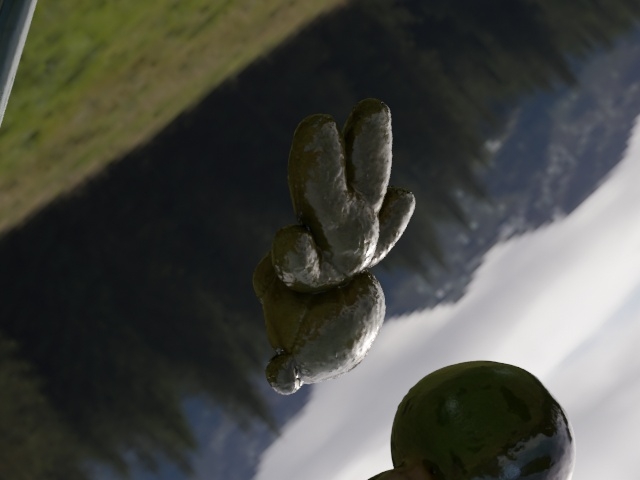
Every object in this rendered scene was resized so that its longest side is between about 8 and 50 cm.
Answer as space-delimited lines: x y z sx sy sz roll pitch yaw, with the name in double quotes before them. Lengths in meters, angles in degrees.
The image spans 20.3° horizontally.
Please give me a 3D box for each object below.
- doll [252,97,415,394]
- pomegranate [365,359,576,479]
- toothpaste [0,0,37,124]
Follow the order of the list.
"doll" 0.000 0.000 1.226 0.137 0.097 0.209 -25 129 -51
"pomegranate" 0.127 0.201 1.624 0.210 0.180 0.180 -18 169 -29
"toothpaste" -0.294 -0.171 1.572 0.099 0.061 0.392 -12 -124 39
